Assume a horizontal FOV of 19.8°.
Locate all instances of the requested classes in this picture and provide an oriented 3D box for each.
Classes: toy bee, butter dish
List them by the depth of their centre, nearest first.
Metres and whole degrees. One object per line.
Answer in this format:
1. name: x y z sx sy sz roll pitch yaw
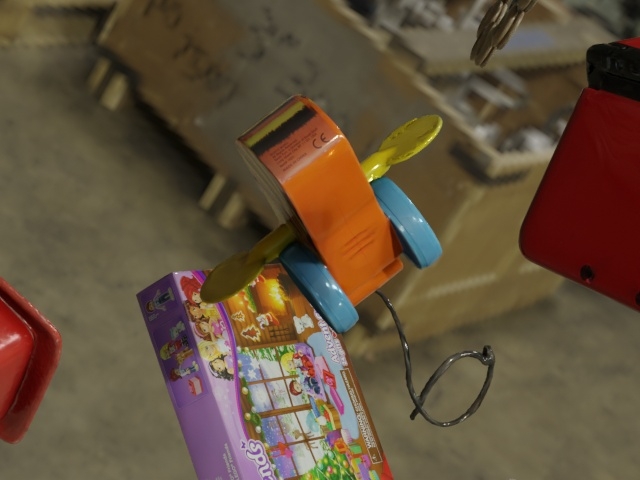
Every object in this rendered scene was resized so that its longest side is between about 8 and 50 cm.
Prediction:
1. butter dish: -0.254 0.070 1.109 0.160 0.160 0.118 40 54 6
2. toy bee: 0.000 0.000 1.294 0.195 0.298 0.162 -23 42 -21

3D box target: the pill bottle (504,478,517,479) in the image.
1. pill bottle: 0.138 0.366 1.659 0.162 0.278 0.162 42 -2 2

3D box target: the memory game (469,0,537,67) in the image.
1. memory game: 0.167 -0.216 1.438 0.012 0.186 0.186 30 27 -5

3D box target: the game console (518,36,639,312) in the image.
1. game console: 0.163 -0.028 0.711 0.124 0.085 0.144 -13 21 -26

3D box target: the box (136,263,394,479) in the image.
1. box: -0.037 0.165 1.669 0.201 0.057 0.293 -5 70 -50
